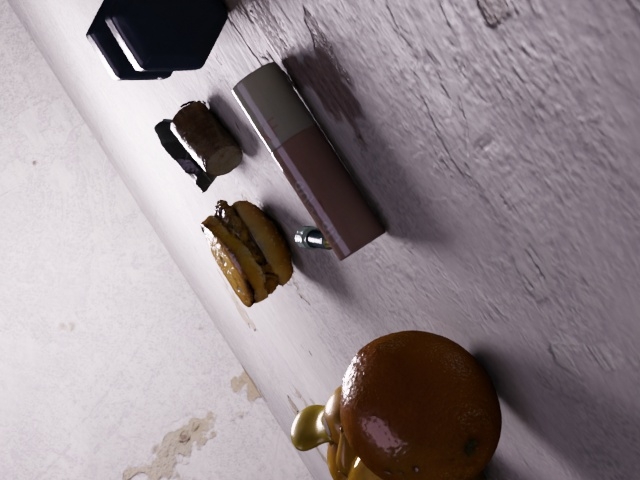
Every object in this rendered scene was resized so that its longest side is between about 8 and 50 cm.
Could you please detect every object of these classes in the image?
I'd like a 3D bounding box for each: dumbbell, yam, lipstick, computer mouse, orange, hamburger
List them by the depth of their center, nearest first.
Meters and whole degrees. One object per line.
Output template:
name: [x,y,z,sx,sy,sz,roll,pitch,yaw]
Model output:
orange: [0.121,0.207,1.320,0.206,0.206,0.206,53,166,19]
lipstick: [-0.015,-0.099,1.367,0.254,0.070,0.070,57,167,2]
dumbbell: [-0.238,-0.304,1.550,0.144,0.160,0.325,29,176,-17]
lipstick: [0.000,0.000,1.623,0.037,0.037,0.116,62,162,-17]
yam: [-0.192,-0.169,1.835,0.127,0.084,0.084,53,166,32]
hamburger: [-0.130,0.010,1.930,0.191,0.118,0.182,54,164,0]
computer mouse: [-0.236,-0.167,2.023,0.126,0.071,0.231,49,-177,-27]

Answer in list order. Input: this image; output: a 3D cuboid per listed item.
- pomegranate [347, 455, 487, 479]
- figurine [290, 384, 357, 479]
pomegranate: [0.137,0.376,1.577,0.233,0.233,0.233,53,166,19]
figurine: [0.069,0.351,1.918,0.228,0.215,0.215,48,172,-26]
